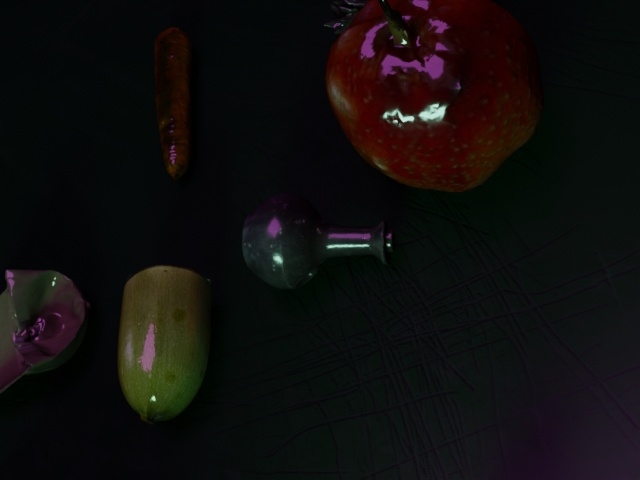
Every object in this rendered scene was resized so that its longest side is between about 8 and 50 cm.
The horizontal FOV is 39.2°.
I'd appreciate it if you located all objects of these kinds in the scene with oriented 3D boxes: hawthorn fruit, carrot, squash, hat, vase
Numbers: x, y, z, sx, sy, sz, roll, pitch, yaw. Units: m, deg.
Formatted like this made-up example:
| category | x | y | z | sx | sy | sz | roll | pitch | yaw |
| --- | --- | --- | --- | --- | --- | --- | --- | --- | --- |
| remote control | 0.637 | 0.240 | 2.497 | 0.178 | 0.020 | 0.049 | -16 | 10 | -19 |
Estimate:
| category | x | y | z | sx | sy | sz | roll | pitch | yaw |
| --- | --- | --- | --- | --- | --- | --- | --- | --- | --- |
| hawthorn fruit | 0.122 | -0.201 | 1.036 | 0.254 | 0.300 | 0.254 | -14 | 55 | 21 |
| carrot | -0.228 | -0.215 | 1.421 | 0.066 | 0.066 | 0.314 | -21 | 53 | 16 |
| squash | -0.197 | 0.135 | 1.108 | 0.123 | 0.123 | 0.187 | -16 | 51 | 20 |
| hat | -0.408 | 0.150 | 1.270 | 0.173 | 0.144 | 0.166 | -61 | 41 | 42 |
| vase | 0.000 | 0.000 | 1.100 | 0.182 | 0.120 | 0.120 | -1 | 57 | 14 |

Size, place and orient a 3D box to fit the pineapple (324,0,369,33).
| category | x | y | z | sx | sy | sz | roll | pitch | yaw |
| --- | --- | --- | --- | --- | --- | --- | --- | --- | --- |
| pineapple | 0.118 | -0.349 | 1.289 | 0.251 | 0.125 | 0.125 | -17 | 50 | 33 |
